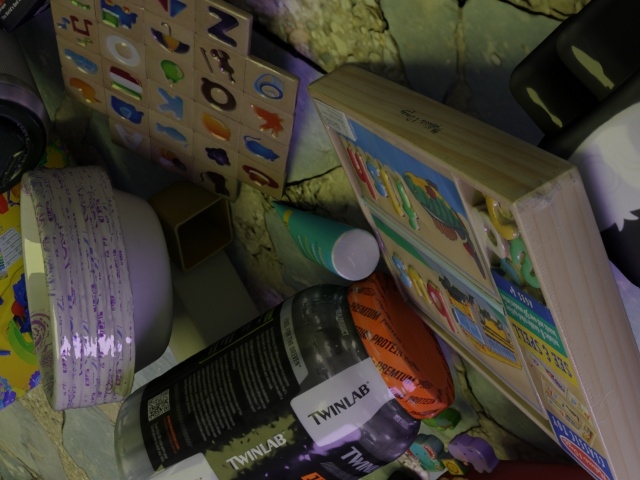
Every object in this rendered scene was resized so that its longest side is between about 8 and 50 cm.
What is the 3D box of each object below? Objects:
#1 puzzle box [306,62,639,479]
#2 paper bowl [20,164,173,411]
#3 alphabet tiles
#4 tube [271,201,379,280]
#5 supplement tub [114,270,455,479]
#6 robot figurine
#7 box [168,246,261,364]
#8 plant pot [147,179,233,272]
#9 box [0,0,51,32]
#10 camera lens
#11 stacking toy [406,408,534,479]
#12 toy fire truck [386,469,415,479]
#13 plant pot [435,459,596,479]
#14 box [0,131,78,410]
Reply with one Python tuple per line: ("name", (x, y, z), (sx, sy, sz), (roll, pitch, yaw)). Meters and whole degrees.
("puzzle box", (0.124, 0.012, 0.895), (0.272, 0.052, 0.409), (64, 171, -25))
("paper bowl", (-0.265, 0.052, 1.265), (0.284, 0.148, 0.284), (174, 90, -69))
("alphabet tiles", (-0.158, -0.163, 1.137), (0.285, 0.011, 0.343), (26, 152, 7))
("tube", (0.000, 0.000, 1.158), (0.080, 0.052, 0.207), (64, 165, -16))
("supplement tub", (-0.038, 0.184, 1.162), (0.338, 0.207, 0.207), (-32, 103, 17))
("robot figurine", (0.264, -0.050, 0.739), (0.278, 0.173, 0.209), (47, -172, -1))
("box", (-0.119, 0.146, 1.366), (0.275, 0.094, 0.113), (61, 147, 6))
("plant pot", (-0.168, -0.027, 1.316), (0.083, 0.081, 0.081), (34, 146, 33))
("box", (-0.322, -0.415, 1.054), (0.318, 0.097, 0.395), (55, 147, -13))
("camera lens", (-0.457, -0.189, 1.261), (0.274, 0.219, 0.219), (63, 154, 26))
("stacking toy", (0.138, 0.231, 1.170), (0.052, 0.167, 0.221), (53, 147, -11))
("toy fire truck", (0.125, 0.461, 1.464), (0.217, 0.158, 0.246), (35, 157, 15))
("plant pot", (0.234, 0.351, 1.130), (0.243, 0.275, 0.275), (6, 130, 58))
("box", (-0.430, 0.038, 1.445), (0.177, 0.290, 0.279), (21, 142, 58))
